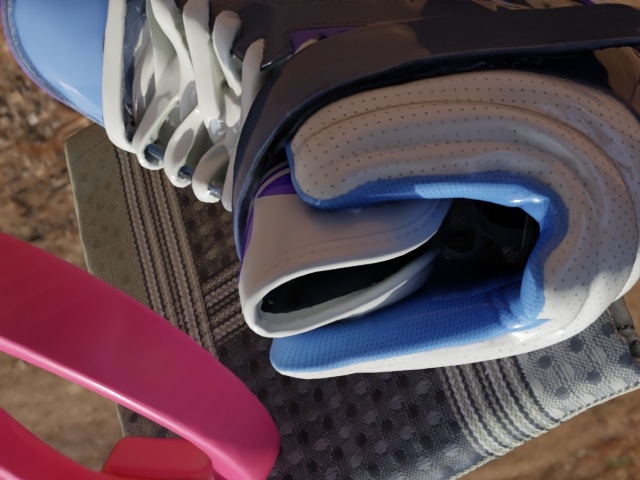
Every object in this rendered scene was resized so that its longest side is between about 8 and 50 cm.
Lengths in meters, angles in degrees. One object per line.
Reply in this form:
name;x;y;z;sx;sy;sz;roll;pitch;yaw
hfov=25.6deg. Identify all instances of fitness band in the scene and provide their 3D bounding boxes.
fitness band;-0.137;0.069;0.671;0.291;0.209;0.054;-14;-140;58

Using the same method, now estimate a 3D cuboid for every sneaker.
sneaker;-0.022;-0.049;0.553;0.236;0.322;0.130;-54;154;-60

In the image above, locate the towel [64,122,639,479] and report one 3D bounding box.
towel;0.000;0.000;0.798;0.312;0.324;0.056;-31;150;26
